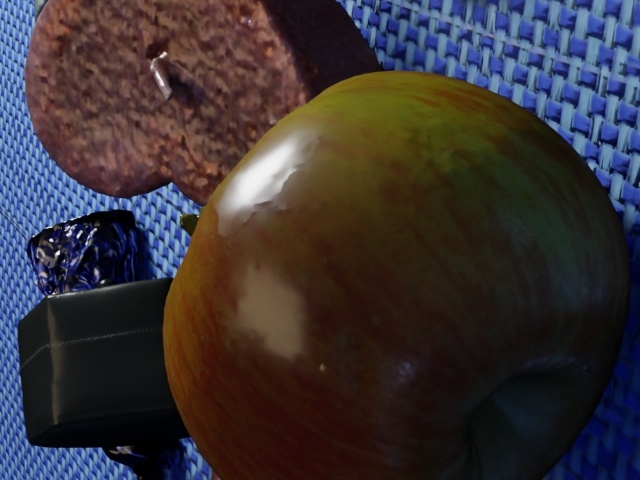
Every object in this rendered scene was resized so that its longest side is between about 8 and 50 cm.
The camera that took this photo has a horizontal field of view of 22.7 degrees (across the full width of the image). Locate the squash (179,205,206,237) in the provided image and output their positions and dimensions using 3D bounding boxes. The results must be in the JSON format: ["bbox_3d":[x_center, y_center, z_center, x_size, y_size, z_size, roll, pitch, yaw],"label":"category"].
[{"bbox_3d":[0.000,0.000,1.154,0.094,0.224,0.094,-13,75,59],"label":"squash"}]

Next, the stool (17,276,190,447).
[{"bbox_3d":[-0.177,0.119,1.528,0.232,0.232,0.141,-33,63,60],"label":"stool"}]

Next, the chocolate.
[{"bbox_3d":[-0.233,0.130,1.741,0.148,0.126,0.343,112,147,-64],"label":"chocolate"}]

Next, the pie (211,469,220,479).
[{"bbox_3d":[-0.020,0.166,1.253,0.054,0.218,0.204,7,98,24],"label":"pie"}]

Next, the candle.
[{"bbox_3d":[-0.102,-0.157,1.286,0.317,0.131,0.287,15,114,31],"label":"candle"}]

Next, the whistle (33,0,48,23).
[{"bbox_3d":[-0.118,-0.297,1.469,0.404,0.188,0.168,-18,68,29],"label":"whistle"}]

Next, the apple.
[{"bbox_3d":[0.036,0.037,0.989,0.301,0.301,0.302,10,101,63],"label":"apple"}]
